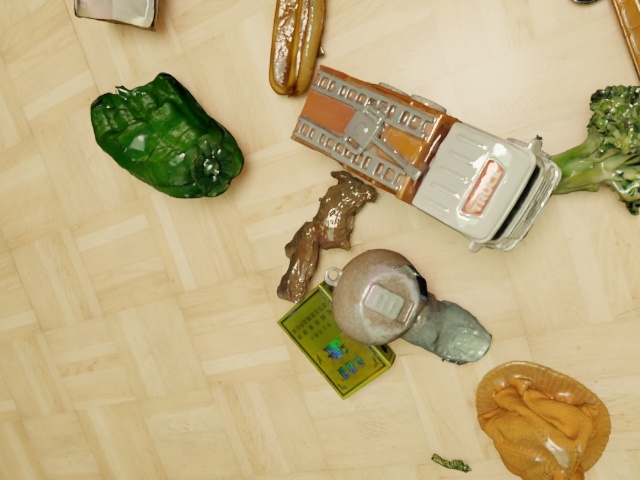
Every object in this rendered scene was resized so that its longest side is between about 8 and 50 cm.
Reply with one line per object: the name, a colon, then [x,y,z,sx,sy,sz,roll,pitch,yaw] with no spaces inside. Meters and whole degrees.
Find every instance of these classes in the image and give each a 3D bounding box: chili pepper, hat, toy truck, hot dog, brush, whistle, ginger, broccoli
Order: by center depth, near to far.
brush: [0.452,-0.353,0.658,0.090,0.017,0.314,-24,96,20]
toy truck: [0.146,-0.136,0.692,0.387,0.207,0.173,35,109,31]
broccoli: [0.437,-0.116,0.698,0.198,0.177,0.275,20,145,-19]
hat: [0.382,0.368,0.750,0.233,0.233,0.244,-2,100,21]
hot dog: [-0.037,-0.394,0.821,0.104,0.076,0.250,17,104,36]
whistle: [0.159,0.132,0.841,0.348,0.189,0.189,27,111,-11]
ginger: [0.001,-0.002,0.889,0.122,0.084,0.290,37,104,11]
chili pepper: [-0.318,-0.205,0.915,0.385,0.213,0.167,34,157,30]
chili pepper: [0.273,0.467,0.926,0.083,0.022,0.027,9,106,22]

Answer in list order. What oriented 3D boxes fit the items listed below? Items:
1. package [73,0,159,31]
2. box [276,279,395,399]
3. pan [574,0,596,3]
package: [-0.362,-0.572,0.838,0.165,0.221,0.311,4,112,-12]
box: [0.033,0.206,0.932,0.141,0.064,0.220,-44,83,22]
pan: [0.390,-0.407,0.684,0.115,0.023,0.068,22,109,11]
